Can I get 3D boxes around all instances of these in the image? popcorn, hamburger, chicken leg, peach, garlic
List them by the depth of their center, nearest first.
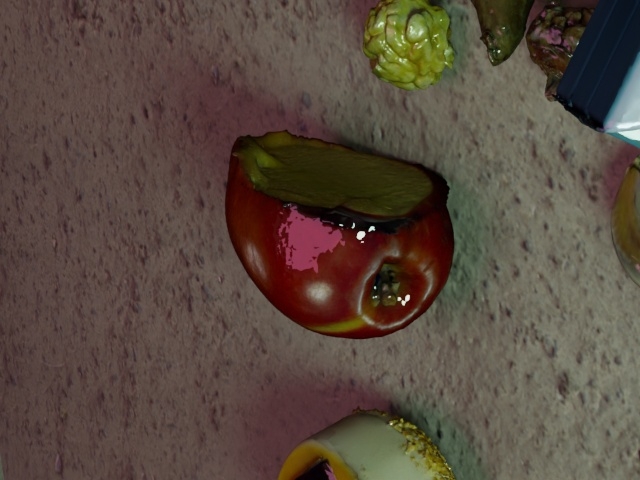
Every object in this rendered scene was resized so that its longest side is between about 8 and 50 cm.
[{"bbox_3d":[0.353,0.012,1.688,0.195,0.087,0.101,52,126,37],"label":"garlic"},{"bbox_3d":[0.291,-0.171,1.730,0.196,0.080,0.125,34,139,38],"label":"chicken leg"},{"bbox_3d":[0.103,-0.235,1.973,0.116,0.121,0.106,-36,30,31],"label":"popcorn"},{"bbox_3d":[0.000,0.000,2.061,0.362,0.258,0.201,31,121,45],"label":"peach"},{"bbox_3d":[0.073,0.353,2.166,0.276,0.179,0.294,63,142,16],"label":"hamburger"}]

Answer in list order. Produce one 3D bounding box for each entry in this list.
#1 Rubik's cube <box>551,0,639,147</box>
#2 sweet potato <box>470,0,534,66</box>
[{"bbox_3d":[0.374,-0.166,1.341,0.387,0.368,0.358,-91,-5,-78],"label":"Rubik's cube"},{"bbox_3d":[0.152,-0.388,1.799,0.130,0.131,0.422,-22,83,58],"label":"sweet potato"}]
